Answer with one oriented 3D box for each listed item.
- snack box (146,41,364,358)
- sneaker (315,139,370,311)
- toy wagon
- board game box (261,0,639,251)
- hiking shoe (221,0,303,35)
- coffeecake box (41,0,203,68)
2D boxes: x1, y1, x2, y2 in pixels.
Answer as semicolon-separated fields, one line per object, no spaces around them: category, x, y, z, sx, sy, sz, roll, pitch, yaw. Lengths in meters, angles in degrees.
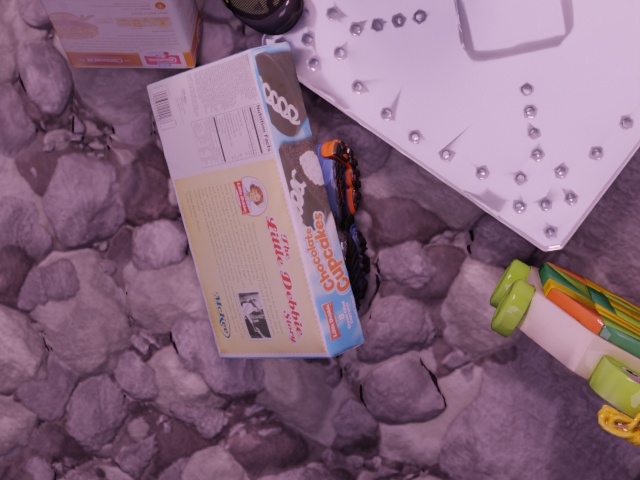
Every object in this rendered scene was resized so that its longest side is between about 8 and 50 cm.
snack box;-0.072;-0.032;1.150;0.187;0.060;0.321;-7;100;47
sneaker;0.000;0.000;1.190;0.087;0.083;0.221;0;97;26
toy wagon;0.291;0.114;1.014;0.267;0.344;0.068;29;101;4
board game box;0.199;-0.252;1.121;0.390;0.050;0.390;35;103;2
hiking shoe;-0.106;-0.305;1.110;0.086;0.114;0.227;-40;74;18
coffeecake box;-0.214;-0.263;1.122;0.142;0.185;0.068;2;59;9
